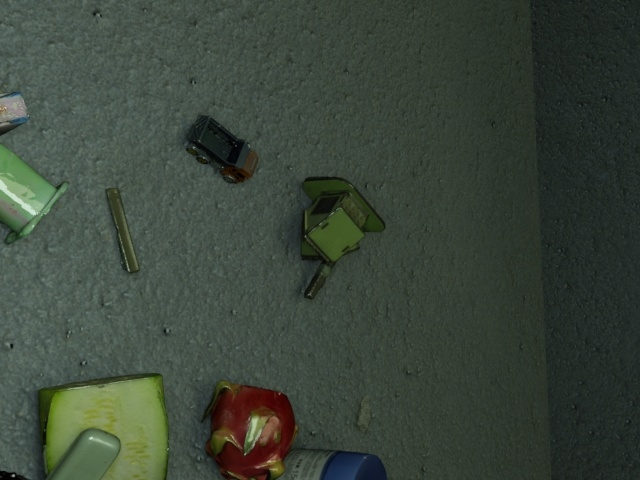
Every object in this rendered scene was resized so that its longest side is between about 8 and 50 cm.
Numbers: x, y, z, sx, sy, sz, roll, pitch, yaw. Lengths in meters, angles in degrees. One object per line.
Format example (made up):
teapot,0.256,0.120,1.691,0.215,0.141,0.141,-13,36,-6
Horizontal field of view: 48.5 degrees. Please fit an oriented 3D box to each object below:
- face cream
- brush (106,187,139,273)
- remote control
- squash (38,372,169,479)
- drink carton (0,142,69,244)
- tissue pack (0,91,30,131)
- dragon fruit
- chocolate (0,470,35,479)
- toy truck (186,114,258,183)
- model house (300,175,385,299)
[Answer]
face cream,0.023,0.644,1.753,0.249,0.225,0.249,10,78,-60
brush,-0.433,-0.020,1.546,0.034,0.027,0.191,-13,87,-49
remote control,-0.485,0.482,1.321,0.090,0.038,0.310,34,94,-30
squash,-0.416,0.427,1.384,0.233,0.210,0.309,-3,83,-23
drink carton,-0.580,-0.097,1.334,0.142,0.146,0.144,44,56,-22
tissue pack,-0.617,-0.221,1.293,0.115,0.155,0.065,-24,101,-43
dragon fruit,-0.163,0.442,1.640,0.224,0.224,0.227,33,66,-38
chocolate,-0.600,0.461,1.270,0.133,0.156,0.156,39,56,-4
toy truck,-0.238,-0.217,1.712,0.192,0.092,0.083,37,60,-36
model house,0.000,0.000,1.867,0.218,0.204,0.279,48,63,-29
